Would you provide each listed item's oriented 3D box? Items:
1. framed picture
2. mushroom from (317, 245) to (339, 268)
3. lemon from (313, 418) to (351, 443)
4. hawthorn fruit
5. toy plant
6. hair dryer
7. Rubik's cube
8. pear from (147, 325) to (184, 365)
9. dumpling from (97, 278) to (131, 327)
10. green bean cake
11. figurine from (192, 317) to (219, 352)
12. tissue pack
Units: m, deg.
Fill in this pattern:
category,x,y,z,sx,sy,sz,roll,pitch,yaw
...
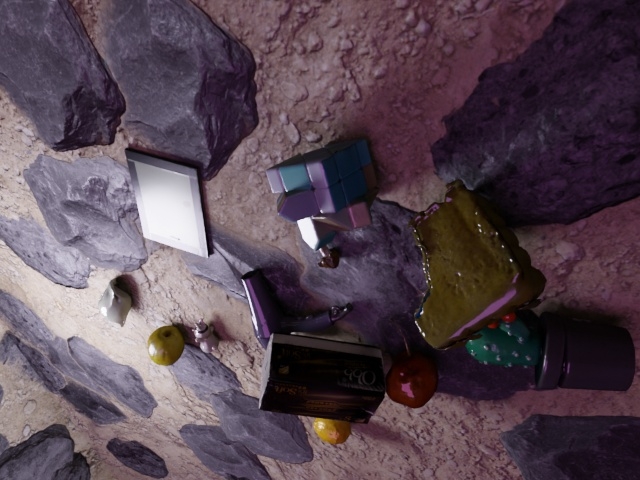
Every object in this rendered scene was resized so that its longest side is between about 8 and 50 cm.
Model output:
category,x,y,z,sx,sy,sz,roll,pitch,yaw
framed picture,-0.478,-0.111,1.517,0.264,0.016,0.347,15,130,16
mushroom,0.000,0.000,1.333,0.060,0.061,0.187,-8,117,38
lemon,0.044,0.708,1.816,0.154,0.114,0.114,7,128,27
hawthorn fruit,0.266,0.357,1.437,0.165,0.165,0.286,-2,103,28
toy plant,0.521,0.264,1.181,0.399,0.279,0.186,5,86,16
hair dryer,-0.069,0.221,1.529,0.360,0.121,0.301,-10,111,22
Rubik's cube,0.016,-0.101,1.116,0.224,0.265,0.213,1,115,43
pear,-0.612,0.418,1.902,0.148,0.149,0.162,26,125,7
dumpling,-0.821,0.239,1.907,0.151,0.124,0.229,50,137,36
green bean cake,0.314,0.061,1.082,0.285,0.202,0.310,-38,63,31
figurine,-0.453,0.356,1.818,0.098,0.081,0.146,-9,120,32
tissue pack,-0.004,0.420,1.489,0.369,0.198,0.210,10,135,-9
